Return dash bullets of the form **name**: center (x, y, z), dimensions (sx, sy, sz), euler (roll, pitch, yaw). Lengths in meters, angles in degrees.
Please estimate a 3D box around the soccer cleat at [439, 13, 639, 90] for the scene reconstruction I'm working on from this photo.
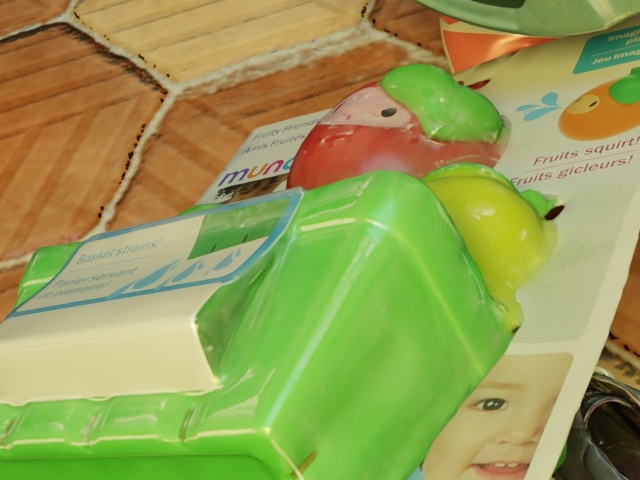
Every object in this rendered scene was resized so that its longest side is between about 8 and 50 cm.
- **soccer cleat**: center (0.235, -0.140, 0.663), dimensions (0.318, 0.108, 0.116), euler (0, 79, 4)

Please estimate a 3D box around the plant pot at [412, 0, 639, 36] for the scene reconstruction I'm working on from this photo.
- **plant pot**: center (0.148, -0.299, 0.525), dimensions (0.341, 0.341, 0.334), euler (19, 53, 27)

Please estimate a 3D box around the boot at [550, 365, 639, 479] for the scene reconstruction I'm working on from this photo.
- **boot**: center (0.119, 0.077, 0.501), dimensions (0.069, 0.086, 0.190), euler (-32, 51, -13)

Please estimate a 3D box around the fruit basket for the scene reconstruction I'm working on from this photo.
- **fruit basket**: center (0.000, 0.000, 0.508), dimensions (0.327, 0.165, 0.353), euler (-10, 38, 39)
